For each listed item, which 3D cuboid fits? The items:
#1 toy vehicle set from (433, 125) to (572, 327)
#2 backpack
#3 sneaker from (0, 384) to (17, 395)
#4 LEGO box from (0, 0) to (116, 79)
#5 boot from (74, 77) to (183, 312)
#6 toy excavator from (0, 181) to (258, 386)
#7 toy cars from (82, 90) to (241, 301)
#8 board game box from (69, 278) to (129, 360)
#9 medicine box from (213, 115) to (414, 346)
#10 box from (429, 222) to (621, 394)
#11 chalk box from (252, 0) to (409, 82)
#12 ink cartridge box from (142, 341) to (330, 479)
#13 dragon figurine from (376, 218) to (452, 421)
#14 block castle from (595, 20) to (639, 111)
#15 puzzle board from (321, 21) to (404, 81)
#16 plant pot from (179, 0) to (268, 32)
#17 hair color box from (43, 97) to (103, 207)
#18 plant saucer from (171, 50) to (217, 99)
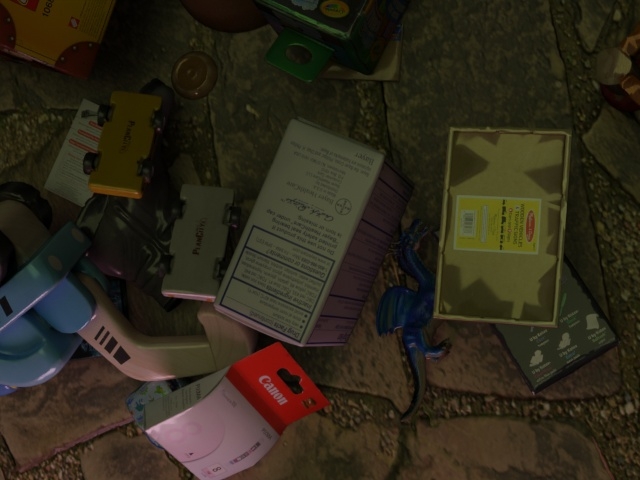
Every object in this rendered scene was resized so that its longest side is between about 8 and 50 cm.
[{"bbox_3d":[0.246,-0.020,1.342,0.166,0.035,0.267,5,85,14],"label":"toy vehicle set"},{"bbox_3d":[-0.246,0.272,1.584,0.105,0.084,0.114,-39,80,10],"label":"backpack"},{"bbox_3d":[-0.553,0.159,1.680,0.082,0.069,0.209,-16,79,22],"label":"sneaker"},{"bbox_3d":[-0.447,-0.534,1.574,0.372,0.193,0.500,19,89,47],"label":"LEGO box"},{"bbox_3d":[-0.248,-0.072,1.618,0.222,0.118,0.338,24,98,8],"label":"boot"},{"bbox_3d":[-0.377,0.117,1.527,0.433,0.222,0.445,-36,106,17],"label":"toy excavator"},{"bbox_3d":[-0.235,-0.059,1.485,0.176,0.087,0.394,-29,65,-21],"label":"toy cars"},{"bbox_3d":[-0.411,0.139,1.667,0.186,0.026,0.126,-8,83,13],"label":"board game box"},{"bbox_3d":[0.000,0.000,1.455,0.149,0.263,0.289,24,90,15],"label":"medicine box"},{"bbox_3d":[0.295,0.067,1.426,0.143,0.165,0.270,-33,78,9],"label":"box"},{"bbox_3d":[0.021,-0.377,1.522,0.180,0.179,0.289,28,90,15],"label":"chalk box"},{"bbox_3d":[-0.122,0.268,1.504,0.232,0.189,0.066,-23,43,13],"label":"ink cartridge box"},{"bbox_3d":[0.134,0.117,1.503,0.144,0.085,0.289,20,89,15],"label":"dragon figurine"},{"bbox_3d":[0.627,-0.183,1.351,0.303,0.213,0.453,-48,69,18],"label":"block castle"},{"bbox_3d":[0.068,-0.304,1.598,0.128,0.011,0.096,4,85,14],"label":"puzzle board"},{"bbox_3d":[-0.164,-0.477,1.548,0.237,0.254,0.237,-1,84,13],"label":"plant pot"},{"bbox_3d":[-0.385,-0.143,1.674,0.093,0.053,0.167,25,92,16],"label":"hair color box"},{"bbox_3d":[-0.214,-0.278,1.663,0.083,0.015,0.083,-1,84,14],"label":"plant saucer"}]
